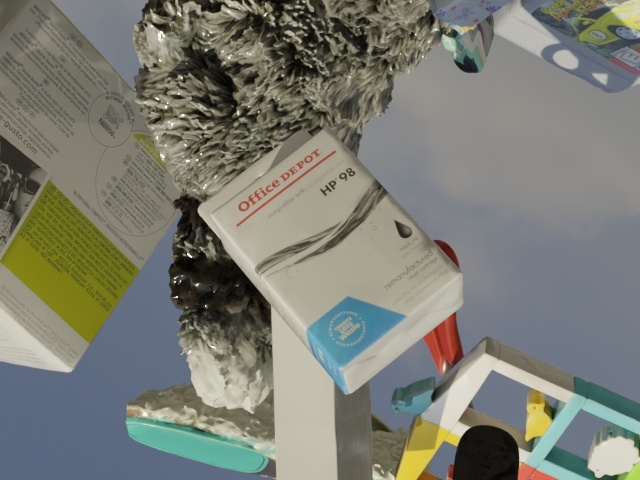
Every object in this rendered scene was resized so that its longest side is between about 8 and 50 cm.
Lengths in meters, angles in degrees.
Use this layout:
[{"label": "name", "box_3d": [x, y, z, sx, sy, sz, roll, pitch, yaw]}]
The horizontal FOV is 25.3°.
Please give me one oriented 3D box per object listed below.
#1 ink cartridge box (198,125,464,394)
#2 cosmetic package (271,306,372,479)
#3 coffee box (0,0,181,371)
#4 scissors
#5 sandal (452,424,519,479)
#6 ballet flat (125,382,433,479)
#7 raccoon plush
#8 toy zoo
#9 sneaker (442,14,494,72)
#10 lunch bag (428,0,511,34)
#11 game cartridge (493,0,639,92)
[{"label": "ink cartridge box", "box_3d": [0.000, 0.000, 0.961, 0.180, 0.104, 0.060, 48, 171, 22]}, {"label": "cosmetic package", "box_3d": [0.002, 0.166, 1.220, 0.061, 0.239, 0.099, -1, -179, 22]}, {"label": "coffee box", "box_3d": [-0.420, -0.074, 1.808, 0.338, 0.338, 0.334, 48, -119, -33]}, {"label": "scissors", "box_3d": [0.132, 0.135, 1.438, 0.021, 0.109, 0.297, -14, -90, -30]}, {"label": "sandal", "box_3d": [0.121, 0.222, 1.081, 0.067, 0.040, 0.179, 9, -115, -4]}, {"label": "ballet flat", "box_3d": [-0.045, 0.243, 1.810, 0.409, 0.147, 0.147, 20, -151, -11]}, {"label": "raccoon plush", "box_3d": [0.027, -0.090, 1.258, 0.216, 0.299, 0.446, -2, -99, -62]}, {"label": "toy zoo", "box_3d": [0.199, 0.201, 1.323, 0.293, 0.192, 0.030, 24, -146, -6]}, {"label": "sneaker", "box_3d": [0.141, -0.218, 1.393, 0.038, 0.069, 0.098, 10, 151, 36]}, {"label": "lunch bag", "box_3d": [0.115, -0.217, 1.117, 0.053, 0.071, 0.083, 25, -136, -46]}, {"label": "game cartridge", "box_3d": [0.320, -0.245, 1.483, 0.196, 0.294, 0.060, 27, -112, -21]}]
